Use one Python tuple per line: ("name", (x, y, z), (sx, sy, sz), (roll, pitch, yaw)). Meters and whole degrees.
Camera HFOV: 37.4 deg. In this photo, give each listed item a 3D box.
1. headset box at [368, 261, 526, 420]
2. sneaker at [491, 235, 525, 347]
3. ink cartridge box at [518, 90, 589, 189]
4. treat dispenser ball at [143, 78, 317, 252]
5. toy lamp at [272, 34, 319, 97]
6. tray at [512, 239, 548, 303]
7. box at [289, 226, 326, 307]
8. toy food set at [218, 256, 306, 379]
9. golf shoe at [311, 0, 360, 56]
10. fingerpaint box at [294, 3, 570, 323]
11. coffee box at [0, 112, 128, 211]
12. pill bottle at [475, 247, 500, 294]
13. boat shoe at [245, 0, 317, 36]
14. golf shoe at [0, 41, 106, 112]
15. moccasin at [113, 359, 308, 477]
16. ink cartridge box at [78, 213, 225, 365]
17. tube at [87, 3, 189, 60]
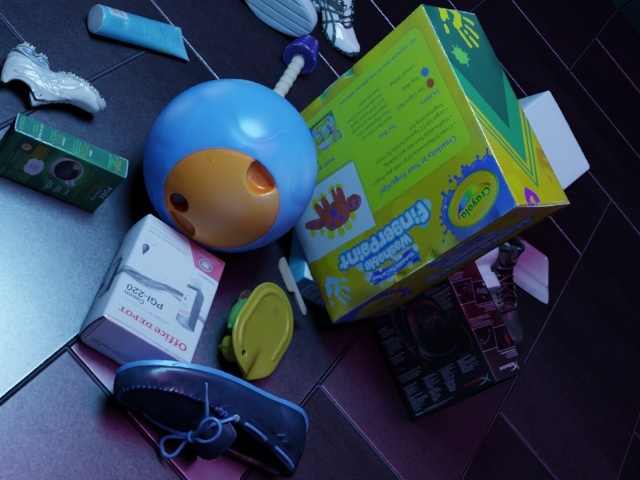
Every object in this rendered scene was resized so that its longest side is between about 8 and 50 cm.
("headset box", (0.217, 0.158, 1.774), (0.110, 0.218, 0.293), (-8, 69, -47))
("sneaker", (0.390, 0.084, 2.027), (0.106, 0.162, 0.281), (-15, 73, -47))
("ink cartridge box", (0.393, -0.174, 2.066), (0.198, 0.270, 0.197), (-37, 104, -25))
("treat dispenser ball", (-0.149, -0.123, 1.573), (0.288, 0.288, 0.288), (24, 49, -30))
("toy lamp", (-0.066, -0.340, 1.963), (0.080, 0.080, 0.274), (40, 42, -15))
("tray", (0.450, 0.027, 2.225), (0.270, 0.030, 0.145), (33, 44, -22))
("box", (0.000, 0.000, 1.801), (0.101, 0.060, 0.244), (27, 47, -27))
("toy food set", (-0.110, 0.141, 1.606), (0.128, 0.071, 0.218), (64, 38, -26))
("golf shoe", (0.044, -0.518, 2.177), (0.077, 0.094, 0.198), (-26, 84, -50))
("fingerpaint box", (0.144, -0.116, 1.629), (0.163, 0.445, 0.371), (-5, 66, -45))
("coffee box", (-0.406, -0.117, 1.468), (0.184, 0.113, 0.040), (23, 46, -29))
("pill bottle", (0.251, -0.025, 1.959), (0.182, 0.181, 0.322), (-6, 68, -45))
("boat shoe", (-0.130, -0.582, 2.035), (0.335, 0.121, 0.119), (40, 47, -12))
("golf shoe", (-0.446, -0.247, 1.571), (0.176, 0.069, 0.086), (30, 66, -20))
("moccasin", (-0.150, 0.272, 1.419), (0.342, 0.138, 0.116), (23, 54, -30))
("ink cartridge box", (-0.258, 0.091, 1.476), (0.159, 0.092, 0.217), (34, 46, -20))
("tube", (-0.335, -0.392, 1.775), (0.207, 0.052, 0.080), (6, 64, -46))
